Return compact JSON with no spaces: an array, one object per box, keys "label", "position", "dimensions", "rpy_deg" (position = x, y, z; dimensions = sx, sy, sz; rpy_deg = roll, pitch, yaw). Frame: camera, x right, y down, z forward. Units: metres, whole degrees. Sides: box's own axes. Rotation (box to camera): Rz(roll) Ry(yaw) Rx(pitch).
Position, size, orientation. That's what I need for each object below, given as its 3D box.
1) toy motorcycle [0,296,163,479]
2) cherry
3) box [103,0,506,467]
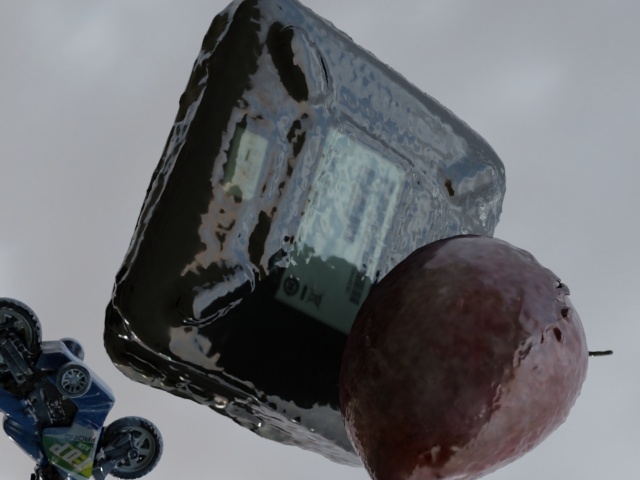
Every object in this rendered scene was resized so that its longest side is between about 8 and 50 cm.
[{"label":"toy motorcycle","position":[-0.273,0.166,1.376],"dimensions":[0.135,0.254,0.092],"rpy_deg":[-43,-159,-2]},{"label":"cherry","position":[0.107,0.107,1.133],"dimensions":[0.192,0.250,0.175],"rpy_deg":[27,-37,17]},{"label":"box","position":[0.000,0.000,1.257],"dimensions":[0.091,0.350,0.359],"rpy_deg":[-4,-118,51]}]
